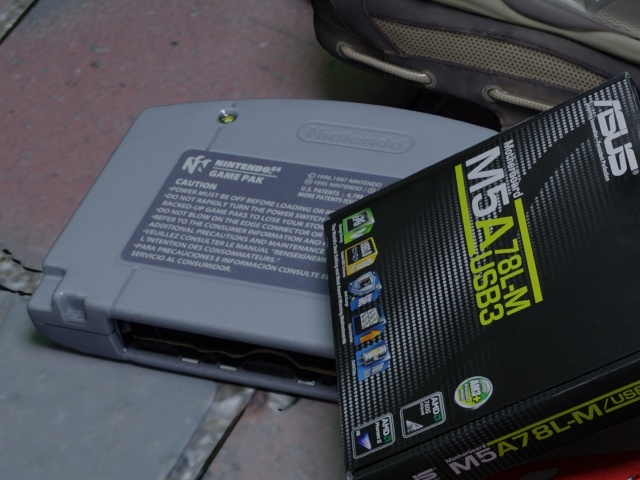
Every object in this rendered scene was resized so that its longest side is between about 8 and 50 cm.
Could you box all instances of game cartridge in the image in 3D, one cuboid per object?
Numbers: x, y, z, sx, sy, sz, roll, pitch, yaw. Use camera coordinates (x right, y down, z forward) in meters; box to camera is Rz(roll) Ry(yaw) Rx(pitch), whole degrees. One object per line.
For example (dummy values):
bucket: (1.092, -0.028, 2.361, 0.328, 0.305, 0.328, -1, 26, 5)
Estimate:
game cartridge: (0.000, 0.000, 1.080, 0.294, 0.060, 0.196, 9, 52, 22)

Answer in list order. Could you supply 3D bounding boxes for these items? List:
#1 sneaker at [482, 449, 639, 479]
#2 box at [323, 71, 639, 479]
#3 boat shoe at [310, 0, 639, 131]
sneaker: (0.175, 0.115, 0.869, 0.279, 0.118, 0.107, -8, 43, 7)
box: (0.094, 0.024, 0.923, 0.184, 0.045, 0.190, -26, 39, 20)
boat shoe: (0.157, -0.117, 1.108, 0.355, 0.130, 0.132, 23, 45, 11)
